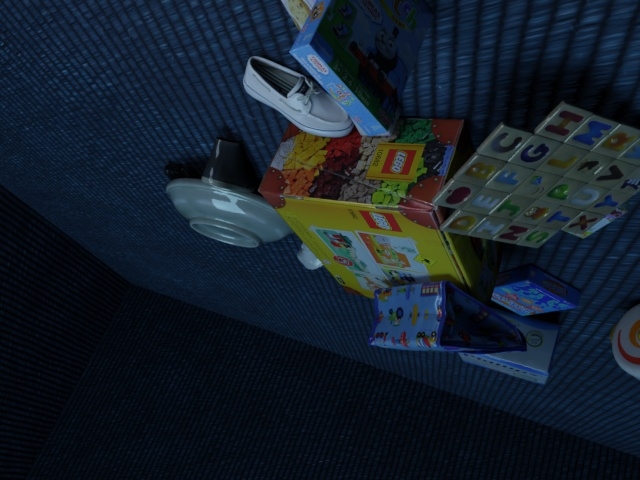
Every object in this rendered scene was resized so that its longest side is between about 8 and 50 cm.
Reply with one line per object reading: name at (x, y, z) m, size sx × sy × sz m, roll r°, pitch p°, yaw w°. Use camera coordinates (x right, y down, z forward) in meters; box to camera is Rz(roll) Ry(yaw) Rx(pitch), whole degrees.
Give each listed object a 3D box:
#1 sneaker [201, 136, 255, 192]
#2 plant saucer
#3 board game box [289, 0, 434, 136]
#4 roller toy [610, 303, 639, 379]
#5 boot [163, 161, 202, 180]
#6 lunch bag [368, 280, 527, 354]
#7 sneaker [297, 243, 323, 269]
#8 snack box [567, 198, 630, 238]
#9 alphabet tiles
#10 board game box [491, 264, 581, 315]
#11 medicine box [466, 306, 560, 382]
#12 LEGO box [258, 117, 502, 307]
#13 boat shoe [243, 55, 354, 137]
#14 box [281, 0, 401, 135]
sneaker at (-0.209, -0.189, 1.375) m, size 0.083 × 0.118 × 0.222 m, roll 20°, pitch -172°, yaw 14°
plant saucer at (-0.269, -0.060, 1.613) m, size 0.401 × 0.100 × 0.400 m, roll 14°, pitch 166°, yaw 4°
board game box at (0.062, -0.268, 0.703) m, size 0.039 × 0.211 × 0.160 m, roll -2°, pitch 148°, yaw 46°
roller toy at (0.777, 0.236, 1.243) m, size 0.146 × 0.209 × 0.191 m, roll 29°, pitch 123°, yaw -16°
boot at (-0.398, -0.181, 1.616) m, size 0.099 × 0.045 × 0.121 m, roll 8°, pitch 149°, yaw 31°
lunch bag at (0.293, 0.195, 1.220) m, size 0.293 × 0.138 × 0.221 m, roll 19°, pitch 161°, yaw -30°
sneaker at (0.000, 0.000, 1.603) m, size 0.129 × 0.111 × 0.297 m, roll 41°, pitch 152°, yaw -11°
snack box at (0.488, -0.059, 1.025) m, size 0.100 × 0.037 × 0.141 m, roll 23°, pitch 160°, yaw 1°
alphabet tiles at (0.360, -0.085, 0.866) m, size 0.343 × 0.011 × 0.285 m, roll 9°, pitch 141°, yaw -26°
board game box at (0.538, 0.135, 1.433) m, size 0.160 × 0.047 × 0.210 m, roll 27°, pitch 160°, yaw -11°
medicine box at (0.564, 0.314, 1.657) m, size 0.264 × 0.149 × 0.289 m, roll 13°, pitch 166°, yaw 24°
LEGO box at (0.159, -0.035, 1.196) m, size 0.373 × 0.193 × 0.500 m, roll 9°, pitch 156°, yaw 30°
boat shoe at (-0.041, -0.261, 1.003) m, size 0.226 × 0.083 × 0.076 m, roll 23°, pitch 160°, yaw 1°
box at (0.041, -0.292, 0.874) m, size 0.067 × 0.063 × 0.324 m, roll 10°, pitch 156°, yaw 33°
